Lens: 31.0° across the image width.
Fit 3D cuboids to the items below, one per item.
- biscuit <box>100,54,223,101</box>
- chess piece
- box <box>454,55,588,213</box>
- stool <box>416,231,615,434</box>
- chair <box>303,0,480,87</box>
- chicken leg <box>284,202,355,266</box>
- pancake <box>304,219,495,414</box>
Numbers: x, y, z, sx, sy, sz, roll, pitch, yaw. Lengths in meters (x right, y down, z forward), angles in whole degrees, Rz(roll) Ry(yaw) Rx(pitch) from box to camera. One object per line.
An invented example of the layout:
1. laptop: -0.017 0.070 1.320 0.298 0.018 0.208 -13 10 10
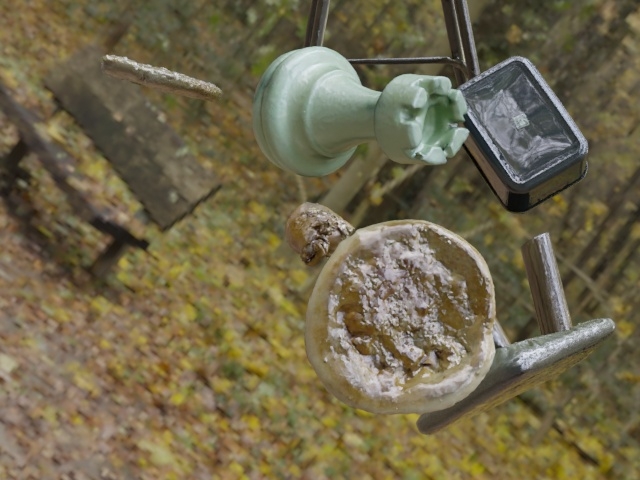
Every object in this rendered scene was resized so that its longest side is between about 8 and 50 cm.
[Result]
1. biscuit: -0.241 -0.259 1.905 0.141 0.038 0.290 17 5 30
2. chess piece: 0.061 -0.176 1.638 0.299 0.195 0.194 11 -15 48
3. box: 0.285 -0.156 1.667 0.201 0.144 0.090 61 -1 18
4. stool: 0.294 0.160 1.992 0.310 0.310 0.226 -17 72 -39
5. chair: 0.117 -0.399 2.090 0.364 0.410 0.362 -2 21 1
6. chicken leg: -0.003 0.000 1.833 0.101 0.085 0.207 27 13 -10
7. pancake: 0.109 0.103 1.550 0.282 0.282 0.049 39 -15 5
